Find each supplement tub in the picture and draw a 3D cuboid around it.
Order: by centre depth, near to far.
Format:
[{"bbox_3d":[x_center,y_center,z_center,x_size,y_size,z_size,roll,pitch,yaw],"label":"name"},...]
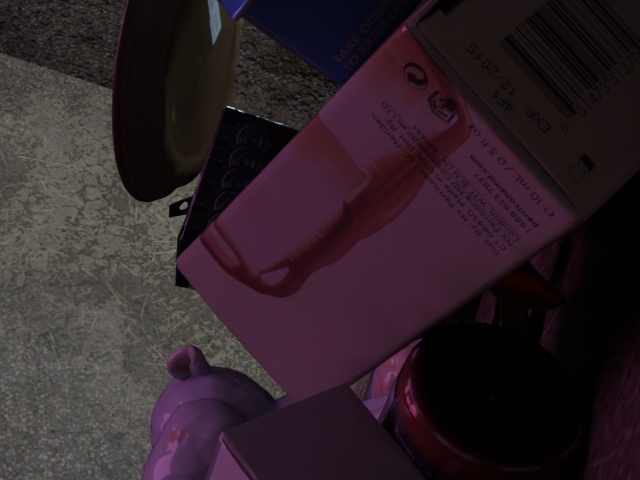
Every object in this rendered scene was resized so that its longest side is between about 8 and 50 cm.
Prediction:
[{"bbox_3d":[0.071,0.144,0.943,0.198,0.106,0.106,109,178,-45],"label":"supplement tub"}]

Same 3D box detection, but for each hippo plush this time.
[{"bbox_3d":[-0.024,0.159,1.394,0.294,0.237,0.234,-76,4,-60],"label":"hippo plush"}]

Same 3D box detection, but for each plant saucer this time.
[{"bbox_3d":[-0.126,-0.169,1.531,0.278,0.041,0.277,10,-90,-78],"label":"plant saucer"}]

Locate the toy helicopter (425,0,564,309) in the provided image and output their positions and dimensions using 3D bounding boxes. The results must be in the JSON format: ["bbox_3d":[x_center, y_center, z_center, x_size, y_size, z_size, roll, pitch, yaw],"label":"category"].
[{"bbox_3d":[0.138,-0.072,1.150,0.355,0.140,0.235,19,-100,-84],"label":"toy helicopter"}]

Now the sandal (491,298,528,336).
[{"bbox_3d":[0.087,0.144,1.143,0.097,0.054,0.254,-81,9,-77],"label":"sandal"}]

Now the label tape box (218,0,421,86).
[{"bbox_3d":[0.048,-0.221,0.955,0.249,0.115,0.347,-49,19,9],"label":"label tape box"}]

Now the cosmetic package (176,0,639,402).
[{"bbox_3d":[0.058,-0.035,0.907,0.153,0.129,0.296,-42,0,-37],"label":"cosmetic package"}]

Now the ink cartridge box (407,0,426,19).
[{"bbox_3d":[0.110,-0.368,1.427,0.166,0.285,0.395,-127,56,-72],"label":"ink cartridge box"}]

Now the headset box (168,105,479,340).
[{"bbox_3d":[0.000,0.000,1.529,0.246,0.283,0.131,122,166,-78],"label":"headset box"}]

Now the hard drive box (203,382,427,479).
[{"bbox_3d":[0.002,0.226,0.896,0.089,0.181,0.232,-18,-35,-35],"label":"hard drive box"}]
